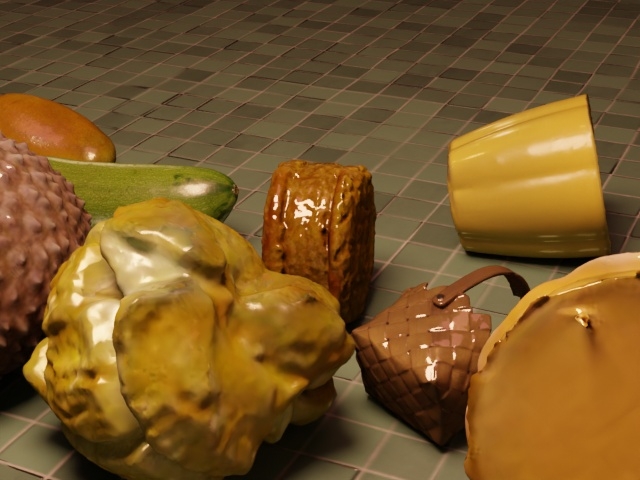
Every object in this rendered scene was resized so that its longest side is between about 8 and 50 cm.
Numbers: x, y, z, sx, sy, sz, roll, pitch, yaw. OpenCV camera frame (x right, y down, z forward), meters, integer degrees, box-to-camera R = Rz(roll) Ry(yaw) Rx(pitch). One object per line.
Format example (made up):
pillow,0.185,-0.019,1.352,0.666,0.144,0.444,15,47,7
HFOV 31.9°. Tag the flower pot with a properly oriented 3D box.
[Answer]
flower pot,0.250,-0.068,1.351,0.179,0.195,0.195,-7,25,14

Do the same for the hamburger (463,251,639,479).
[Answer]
hamburger,0.258,0.136,0.862,0.276,0.276,0.237,9,8,19

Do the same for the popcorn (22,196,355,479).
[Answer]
popcorn,-0.114,0.087,1.001,0.276,0.276,0.225,-23,0,-37

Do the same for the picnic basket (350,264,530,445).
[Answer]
picnic basket,0.132,0.096,1.073,0.178,0.128,0.138,-35,42,-22

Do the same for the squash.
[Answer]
squash,-0.287,-0.050,1.402,0.395,0.107,0.107,5,27,16

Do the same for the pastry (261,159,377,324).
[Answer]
pastry,0.000,0.000,1.216,0.103,0.189,0.189,3,27,13

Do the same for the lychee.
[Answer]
lychee,-0.374,0.012,1.111,0.300,0.300,0.300,-1,27,0

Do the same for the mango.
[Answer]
mango,-0.389,-0.144,1.609,0.227,0.099,0.136,20,28,21
